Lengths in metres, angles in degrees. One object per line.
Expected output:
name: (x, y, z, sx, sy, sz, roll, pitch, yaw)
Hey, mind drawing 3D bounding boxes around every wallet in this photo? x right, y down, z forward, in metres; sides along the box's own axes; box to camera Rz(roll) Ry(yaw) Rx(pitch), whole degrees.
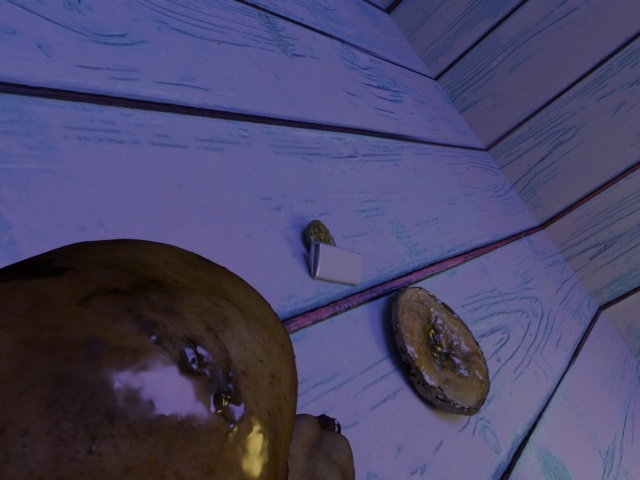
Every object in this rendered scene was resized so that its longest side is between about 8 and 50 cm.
wallet: (0.028, 0.041, 0.989, 0.122, 0.025, 0.061, 15, 73, -49)

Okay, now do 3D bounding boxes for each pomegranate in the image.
pomegranate: (-0.148, 0.136, 0.397, 0.281, 0.281, 0.281, 35, 33, -27)

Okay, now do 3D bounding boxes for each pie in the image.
pie: (0.222, 0.201, 1.065, 0.274, 0.055, 0.274, 35, 32, -26)
pie: (0.001, 0.002, 1.011, 0.084, 0.021, 0.084, 41, 34, -35)

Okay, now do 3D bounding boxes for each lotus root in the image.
lotus root: (-0.031, 0.263, 0.557, 0.154, 0.140, 0.257, 39, 19, 5)
